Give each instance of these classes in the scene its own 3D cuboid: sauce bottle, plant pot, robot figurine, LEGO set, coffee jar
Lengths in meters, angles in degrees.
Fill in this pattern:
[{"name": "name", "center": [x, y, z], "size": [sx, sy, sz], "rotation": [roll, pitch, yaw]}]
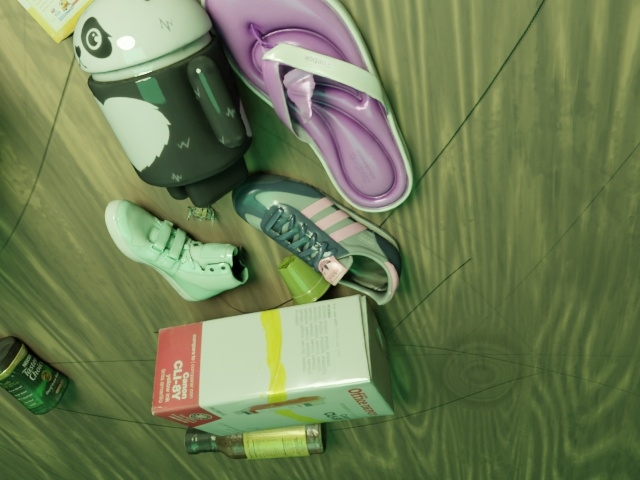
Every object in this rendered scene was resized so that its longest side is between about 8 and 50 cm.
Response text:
[{"name": "sauce bottle", "center": [-0.159, 0.478, 1.170], "size": [0.345, 0.111, 0.111], "rotation": [-6, 127, 9]}, {"name": "plant pot", "center": [-0.036, 0.066, 0.870], "size": [0.083, 0.083, 0.079], "rotation": [-30, 109, 23]}, {"name": "robot figurine", "center": [-0.195, -0.179, 0.619], "size": [0.209, 0.173, 0.278], "rotation": [-9, 127, 10]}, {"name": "LEGO set", "center": [-0.209, -0.061, 0.813], "size": [0.054, 0.023, 0.083], "rotation": [-17, 112, 12]}, {"name": "coffee jar", "center": [-0.663, 0.302, 1.063], "size": [0.079, 0.096, 0.184], "rotation": [-22, 124, 15]}]

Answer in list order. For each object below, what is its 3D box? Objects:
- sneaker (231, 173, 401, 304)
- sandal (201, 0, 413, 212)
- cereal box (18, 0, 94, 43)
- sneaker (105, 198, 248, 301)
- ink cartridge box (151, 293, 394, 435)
[{"name": "sneaker", "center": [0.000, 0.000, 0.776], "size": [0.319, 0.131, 0.112], "rotation": [23, 125, -15]}, {"name": "sandal", "center": [0.009, -0.190, 0.647], "size": [0.169, 0.102, 0.416], "rotation": [-31, 120, 23]}, {"name": "cereal box", "center": [-0.335, -0.383, 0.548], "size": [0.173, 0.047, 0.240], "rotation": [-25, 122, 20]}, {"name": "sneaker", "center": [-0.229, 0.003, 0.811], "size": [0.151, 0.094, 0.256], "rotation": [-17, 135, 22]}, {"name": "ink cartridge box", "center": [-0.072, 0.253, 0.907], "size": [0.385, 0.160, 0.279], "rotation": [-12, 148, 11]}]
